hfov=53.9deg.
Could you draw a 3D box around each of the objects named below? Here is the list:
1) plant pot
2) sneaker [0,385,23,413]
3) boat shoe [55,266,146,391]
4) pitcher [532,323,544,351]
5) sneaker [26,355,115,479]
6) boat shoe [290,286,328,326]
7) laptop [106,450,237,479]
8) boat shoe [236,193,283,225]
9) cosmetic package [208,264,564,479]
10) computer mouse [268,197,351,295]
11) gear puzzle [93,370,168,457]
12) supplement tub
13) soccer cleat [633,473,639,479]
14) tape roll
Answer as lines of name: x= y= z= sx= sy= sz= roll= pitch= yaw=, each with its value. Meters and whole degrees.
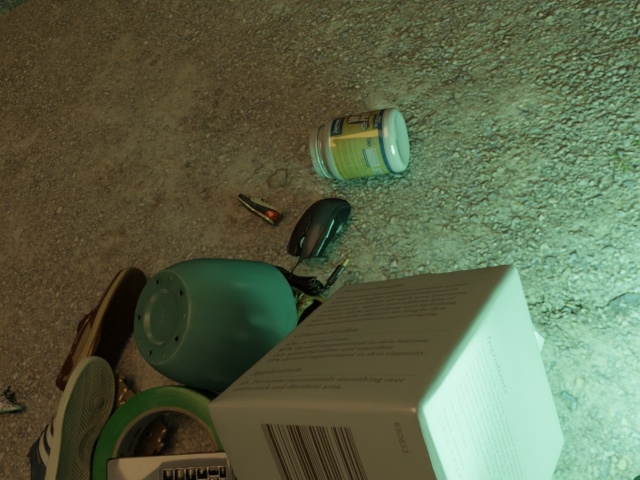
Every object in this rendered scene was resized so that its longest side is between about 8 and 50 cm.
plant pot: x=-0.232 y=0.168 z=1.289 sx=0.293 sy=0.235 sz=0.293 roll=-11 pitch=72 yaw=39
sneaker: x=-0.799 y=0.407 z=1.614 sx=0.098 sy=0.038 sz=0.069 roll=-8 pitch=63 yaw=22
boat shoe: x=-0.545 y=0.216 z=1.542 sx=0.123 sy=0.123 sz=0.342 roll=15 pitch=79 yaw=29
pitcher: x=0.313 y=0.233 z=1.129 sx=0.207 sy=0.125 sz=0.178 roll=-45 pitch=74 yaw=12
sneaker: x=-0.572 y=0.429 z=1.402 sx=0.148 sy=0.131 sz=0.350 roll=-4 pitch=65 yaw=36
boat shoe: x=-0.006 y=0.163 z=1.322 sx=0.285 sy=0.089 sz=0.104 roll=22 pitch=77 yaw=33
laptop: x=-0.218 y=0.573 z=1.068 sx=0.408 sy=0.236 sz=0.382 roll=-6 pitch=79 yaw=7
boat shoe: x=-0.150 y=-0.084 z=1.540 sx=0.137 sy=0.049 sz=0.043 roll=32 pitch=79 yaw=31
cosmetic package: x=0.122 y=0.270 z=0.926 sx=0.329 sy=0.394 sz=0.327 roll=-10 pitch=106 yaw=37
computer mouse: x=0.000 y=0.000 z=1.379 sx=0.184 sy=0.060 sz=0.262 roll=21 pitch=63 yaw=41
gear puzzle: x=-0.409 y=0.444 z=1.407 sx=0.339 sy=0.044 sz=0.175 roll=31 pitch=88 yaw=34
supplement tub: x=0.089 y=-0.215 z=1.430 sx=0.200 sy=0.144 sz=0.144 roll=-6 pitch=63 yaw=23
soccer cleat: x=0.535 y=0.381 z=0.975 sx=0.179 sy=0.060 sz=0.072 roll=-43 pitch=54 yaw=4
tape roll: x=-0.300 y=0.458 z=1.277 sx=0.321 sy=0.077 sz=0.321 roll=-3 pitch=78 yaw=13
